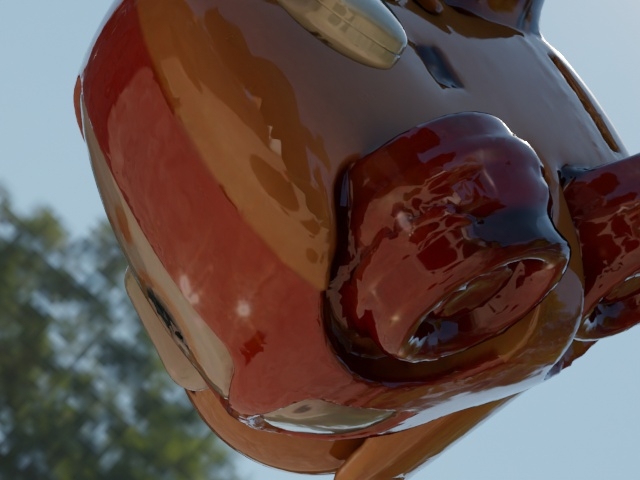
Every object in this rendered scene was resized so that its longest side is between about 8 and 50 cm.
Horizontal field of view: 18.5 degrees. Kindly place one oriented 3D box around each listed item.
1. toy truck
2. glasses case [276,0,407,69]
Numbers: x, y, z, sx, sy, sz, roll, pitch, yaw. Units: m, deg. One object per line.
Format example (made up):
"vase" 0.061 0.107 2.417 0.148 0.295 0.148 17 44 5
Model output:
"toy truck" 0.000 0.000 0.745 0.239 0.265 0.189 -43 -116 27
"glasses case" 0.002 -0.070 0.571 0.032 0.021 0.083 33 9 -24
